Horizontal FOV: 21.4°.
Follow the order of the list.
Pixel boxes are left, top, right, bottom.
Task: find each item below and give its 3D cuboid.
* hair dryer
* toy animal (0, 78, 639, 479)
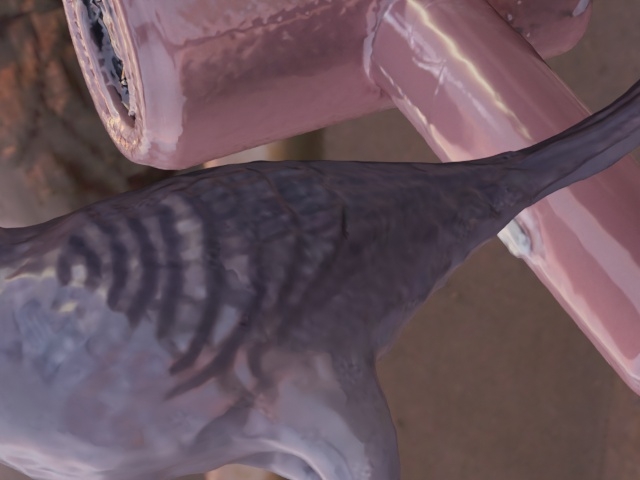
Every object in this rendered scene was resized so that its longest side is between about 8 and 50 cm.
[{"bbox_3d":[0.047,-0.049,0.669,0.352,0.210,0.125,-125,24,-44],"label":"hair dryer"},{"bbox_3d":[-0.008,0.035,0.479,0.081,0.367,0.205,135,126,-64],"label":"toy animal"}]
